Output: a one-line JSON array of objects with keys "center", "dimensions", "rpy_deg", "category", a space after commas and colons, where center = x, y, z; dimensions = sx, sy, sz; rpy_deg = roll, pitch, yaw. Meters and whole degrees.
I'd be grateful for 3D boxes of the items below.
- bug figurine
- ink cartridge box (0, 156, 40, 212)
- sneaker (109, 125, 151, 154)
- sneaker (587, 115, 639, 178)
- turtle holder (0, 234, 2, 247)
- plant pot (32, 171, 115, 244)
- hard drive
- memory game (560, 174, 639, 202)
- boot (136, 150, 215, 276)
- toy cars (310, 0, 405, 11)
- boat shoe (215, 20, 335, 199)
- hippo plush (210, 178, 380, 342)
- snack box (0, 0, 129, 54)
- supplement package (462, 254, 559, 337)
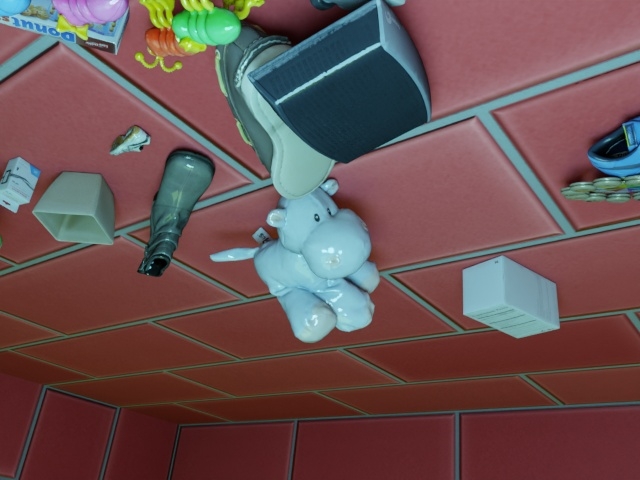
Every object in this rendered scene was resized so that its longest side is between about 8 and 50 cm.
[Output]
[{"center": [-0.197, -0.222, 0.609], "dimensions": [0.216, 0.072, 0.279], "rpy_deg": [13, -170, 44], "category": "bug figurine"}, {"center": [-0.526, -0.096, 1.077], "dimensions": [0.028, 0.083, 0.048], "rpy_deg": [-9, 149, 27], "category": "ink cartridge box"}, {"center": [-0.301, -0.150, 0.980], "dimensions": [0.083, 0.032, 0.037], "rpy_deg": [-18, 144, 40], "category": "sneaker"}, {"center": [0.446, -0.137, 0.791], "dimensions": [0.082, 0.069, 0.209], "rpy_deg": [13, 156, -35], "category": "sneaker"}, {"center": [-0.700, -0.064, 1.066], "dimensions": [0.227, 0.243, 0.320], "rpy_deg": [12, -165, 21], "category": "turtle holder"}, {"center": [-0.427, -0.062, 1.106], "dimensions": [0.109, 0.096, 0.109], "rpy_deg": [4, 152, 4], "category": "plant pot"}, {"center": [0.042, -0.165, 0.722], "dimensions": [0.172, 0.054, 0.254], "rpy_deg": [-26, 164, 15], "category": "hard drive"}, {"center": [0.450, -0.073, 0.910], "dimensions": [0.186, 0.012, 0.186], "rpy_deg": [1, 175, 0], "category": "memory game"}, {"center": [-0.248, -0.033, 1.053], "dimensions": [0.083, 0.161, 0.246], "rpy_deg": [16, 151, -19], "category": "boot"}, {"center": [-0.105, -0.293, 0.596], "dimensions": [0.393, 0.087, 0.176], "rpy_deg": [5, -172, -2], "category": "toy cars"}, {"center": [-0.056, -0.162, 0.834], "dimensions": [0.116, 0.097, 0.324], "rpy_deg": [-41, 158, -7], "category": "boat shoe"}, {"center": [0.000, 0.000, 1.081], "dimensions": [0.294, 0.234, 0.236], "rpy_deg": [42, 139, 22], "category": "hippo plush"}, {"center": [-0.319, -0.269, 0.718], "dimensions": [0.178, 0.064, 0.022], "rpy_deg": [13, 150, -12], "category": "snack box"}, {"center": [0.389, 0.119, 1.268], "dimensions": [0.179, 0.105, 0.105], "rpy_deg": [25, 148, -30], "category": "supplement package"}]
